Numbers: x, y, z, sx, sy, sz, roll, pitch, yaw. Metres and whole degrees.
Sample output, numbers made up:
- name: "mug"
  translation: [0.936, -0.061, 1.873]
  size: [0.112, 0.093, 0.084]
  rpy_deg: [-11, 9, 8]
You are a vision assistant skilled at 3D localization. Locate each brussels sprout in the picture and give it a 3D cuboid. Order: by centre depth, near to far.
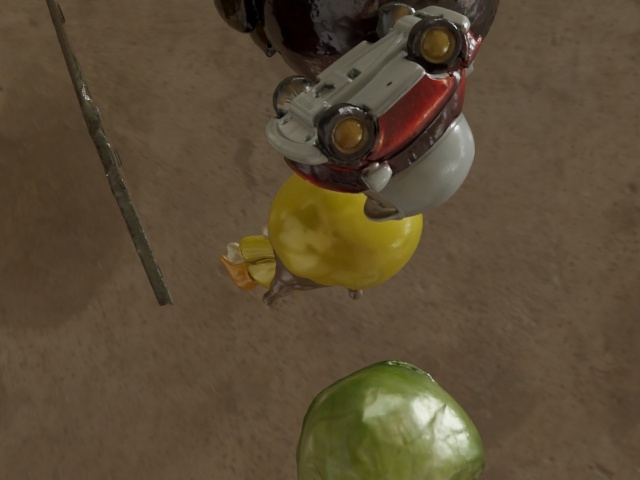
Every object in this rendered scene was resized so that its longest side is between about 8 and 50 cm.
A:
- name: "brussels sprout"
  translation: [0.047, 0.181, 1.054]
  size: [0.183, 0.131, 0.145]
  rpy_deg: [-36, 99, -35]

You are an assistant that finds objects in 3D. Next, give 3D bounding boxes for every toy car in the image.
- name: "toy car"
  translation: [0.049, -0.071, 0.780]
  size: [0.139, 0.112, 0.112]
  rpy_deg: [-40, 115, -3]

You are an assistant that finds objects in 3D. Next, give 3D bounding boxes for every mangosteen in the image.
- name: "mangosteen"
  translation: [0.026, -0.302, 1.324]
  size: [0.346, 0.307, 0.307]
  rpy_deg: [5, 100, 16]

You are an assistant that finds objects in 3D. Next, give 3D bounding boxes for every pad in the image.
- name: "pad"
  translation: [-0.229, -0.106, 1.325]
  size: [0.018, 0.286, 0.284]
  rpy_deg: [-21, 132, -7]

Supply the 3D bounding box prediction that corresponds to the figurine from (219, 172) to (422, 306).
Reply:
- name: "figurine"
  translation: [0.000, 0.000, 1.736]
  size: [0.215, 0.343, 0.187]
  rpy_deg: [-14, 80, -27]
